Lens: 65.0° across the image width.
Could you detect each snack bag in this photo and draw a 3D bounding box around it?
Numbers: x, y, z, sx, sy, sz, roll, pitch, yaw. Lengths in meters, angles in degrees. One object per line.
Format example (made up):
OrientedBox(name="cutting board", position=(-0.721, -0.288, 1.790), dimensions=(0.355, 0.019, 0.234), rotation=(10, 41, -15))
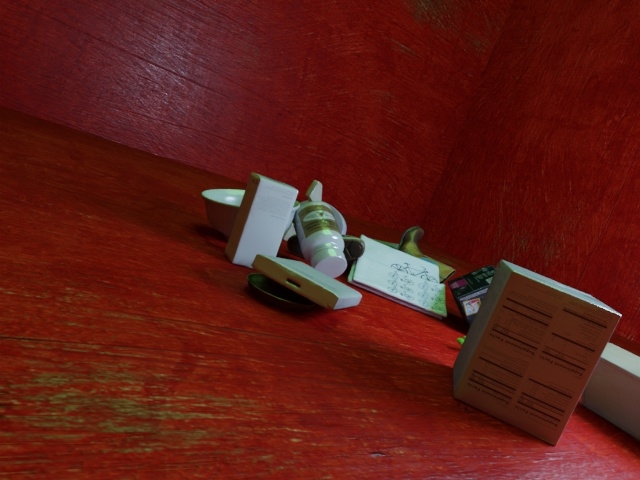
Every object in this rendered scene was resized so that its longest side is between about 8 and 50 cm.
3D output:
OrientedBox(name="snack bag", position=(0.264, 0.108, 1.675), dimensions=(0.323, 0.037, 0.342), rotation=(21, 27, 2))

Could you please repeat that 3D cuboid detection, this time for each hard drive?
OrientedBox(name="hard drive", position=(-0.019, 0.099, 1.190), dimensions=(0.203, 0.040, 0.307), rotation=(27, 1, 14))

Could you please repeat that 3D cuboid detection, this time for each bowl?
OrientedBox(name="bowl", position=(-0.214, -0.064, 1.516), dimensions=(0.297, 0.134, 0.298), rotation=(7, 14, -2))

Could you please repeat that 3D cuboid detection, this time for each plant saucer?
OrientedBox(name="plant saucer", position=(-0.088, 0.119, 1.125), dimensions=(0.168, 0.029, 0.168), rotation=(21, 9, -4))

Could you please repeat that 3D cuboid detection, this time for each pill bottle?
OrientedBox(name="pill bottle", position=(0.000, 0.000, 1.515), dimensions=(0.131, 0.131, 0.229), rotation=(16, 38, -32))

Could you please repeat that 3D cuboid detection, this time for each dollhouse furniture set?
OrientedBox(name="dollhouse furniture set", position=(0.850, 0.312, 1.147), dimensions=(0.394, 0.362, 0.256), rotation=(-13, 21, -21))

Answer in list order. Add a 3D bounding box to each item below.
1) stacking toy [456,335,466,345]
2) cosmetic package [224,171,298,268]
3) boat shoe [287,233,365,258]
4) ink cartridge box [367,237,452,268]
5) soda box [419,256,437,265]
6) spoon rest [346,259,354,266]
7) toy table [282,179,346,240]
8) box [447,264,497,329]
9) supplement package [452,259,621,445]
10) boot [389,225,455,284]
OrientedBox(name="stacking toy", position=(0.464, 0.305, 1.239), dimensions=(0.221, 0.052, 0.167), rotation=(15, 9, -26))
OrientedBox(name="cosmetic package", position=(-0.156, -0.047, 1.309), dimensions=(0.117, 0.231, 0.085), rotation=(17, 10, -30))
OrientedBox(name="boat shoe", position=(0.021, 0.018, 1.674), dimensions=(0.257, 0.095, 0.095), rotation=(7, 16, 7))
OrientedBox(name="ink cartridge box", position=(0.419, 0.089, 2.383), dimensions=(0.324, 0.071, 0.330), rotation=(26, 9, 35))
OrientedBox(name="soda box", position=(0.383, 0.128, 1.926), dimensions=(0.071, 0.067, 0.210), rotation=(24, 22, 20))
OrientedBox(name="spoon rest", position=(0.128, 0.068, 1.778), dimensions=(0.276, 0.084, 0.137), rotation=(19, 9, -17))
OrientedBox(name="toy table", position=(-0.046, -0.089, 1.920), dimensions=(0.274, 0.252, 0.161), rotation=(15, -13, 35))
OrientedBox(name="box", position=(0.509, 0.185, 1.558), dimensions=(0.163, 0.142, 0.247), rotation=(-23, 4, 9))
OrientedBox(name="supplement package", position=(0.403, 0.203, 0.984), dimensions=(0.198, 0.263, 0.199), rotation=(23, 9, 12))
OrientedBox(name="boot", position=(0.446, 0.065, 2.134), dimensions=(0.280, 0.096, 0.264), rotation=(28, 45, 35))
